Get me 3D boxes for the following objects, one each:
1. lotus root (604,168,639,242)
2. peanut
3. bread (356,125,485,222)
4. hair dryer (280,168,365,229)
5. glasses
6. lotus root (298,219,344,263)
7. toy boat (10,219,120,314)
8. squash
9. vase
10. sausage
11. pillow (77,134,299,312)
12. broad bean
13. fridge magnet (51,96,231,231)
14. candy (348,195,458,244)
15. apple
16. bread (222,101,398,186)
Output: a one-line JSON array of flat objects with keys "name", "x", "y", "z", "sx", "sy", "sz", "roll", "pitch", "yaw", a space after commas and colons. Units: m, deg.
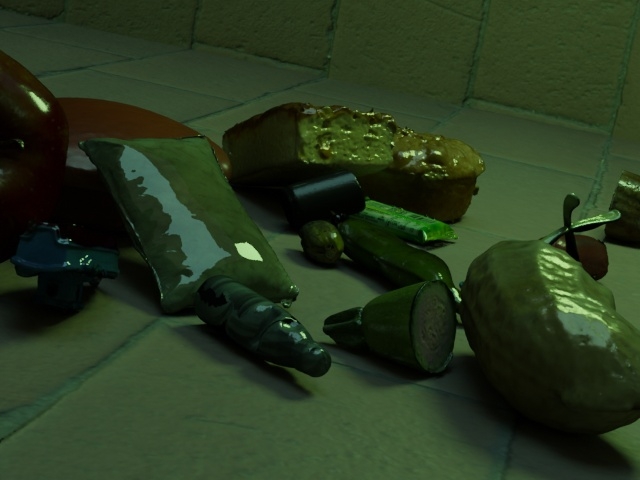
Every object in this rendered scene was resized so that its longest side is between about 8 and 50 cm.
[{"name": "lotus root", "x": 0.544, "y": -0.058, "z": 2.339, "sx": 0.081, "sy": 0.122, "sz": 0.112, "roll": 15, "pitch": 6, "yaw": 9}, {"name": "peanut", "x": 0.240, "y": 0.103, "z": 1.421, "sx": 0.174, "sy": 0.158, "sz": 0.340, "roll": 38, "pitch": 14, "yaw": -12}, {"name": "bread", "x": 0.161, "y": -0.102, "z": 2.231, "sx": 0.229, "sy": 0.143, "sz": 0.139, "roll": 6, "pitch": 25, "yaw": -3}, {"name": "hair dryer", "x": -0.026, "y": -0.070, "z": 2.084, "sx": 0.114, "sy": 0.070, "sz": 0.248, "roll": -18, "pitch": 11, "yaw": -16}, {"name": "glasses", "x": 0.315, "y": 0.032, "z": 1.770, "sx": 0.239, "sy": 0.207, "sz": 0.102, "roll": -8, "pitch": 59, "yaw": -48}, {"name": "lotus root", "x": 0.000, "y": 0.000, "z": 1.848, "sx": 0.049, "sy": 0.054, "sz": 0.099, "roll": -8, "pitch": 20, "yaw": -25}, {"name": "toy boat", "x": -0.269, "y": 0.032, "z": 1.449, "sx": 0.100, "sy": 0.097, "sz": 0.223, "roll": 9, "pitch": -3, "yaw": 6}, {"name": "squash", "x": 0.074, "y": 0.096, "z": 1.490, "sx": 0.132, "sy": 0.105, "sz": 0.105, "roll": -3, "pitch": 4, "yaw": 35}, {"name": "vase", "x": -0.058, "y": 0.096, "z": 1.414, "sx": 0.060, "sy": 0.059, "sz": 0.211, "roll": 0, "pitch": 18, "yaw": -37}, {"name": "sausage", "x": 0.369, "y": 0.025, "z": 1.983, "sx": 0.141, "sy": 0.076, "sz": 0.076, "roll": 1, "pitch": 17, "yaw": -34}, {"name": "pillow", "x": -0.160, "y": -0.025, "z": 1.622, "sx": 0.185, "sy": 0.075, "sz": 0.302, "roll": -4, "pitch": 46, "yaw": -35}, {"name": "broad bean", "x": 0.107, "y": 0.030, "z": 1.792, "sx": 0.077, "sy": 0.061, "sz": 0.339, "roll": 18, "pitch": 7, "yaw": -37}, {"name": "fridge magnet", "x": -0.304, "y": -0.111, "z": 1.860, "sx": 0.364, "sy": 0.155, "sz": 0.363, "roll": 10, "pitch": 14, "yaw": -3}, {"name": "candy", "x": 0.119, "y": -0.028, "z": 2.097, "sx": 0.178, "sy": 0.032, "sz": 0.102, "roll": 18, "pitch": 19, "yaw": 27}, {"name": "apple", "x": -0.441, "y": -0.100, "z": 1.485, "sx": 0.288, "sy": 0.288, "sz": 0.317, "roll": -2, "pitch": 5, "yaw": -40}, {"name": "bread", "x": -0.024, "y": -0.151, "z": 2.144, "sx": 0.185, "sy": 0.114, "sz": 0.275, "roll": 0, "pitch": -3, "yaw": -28}]
